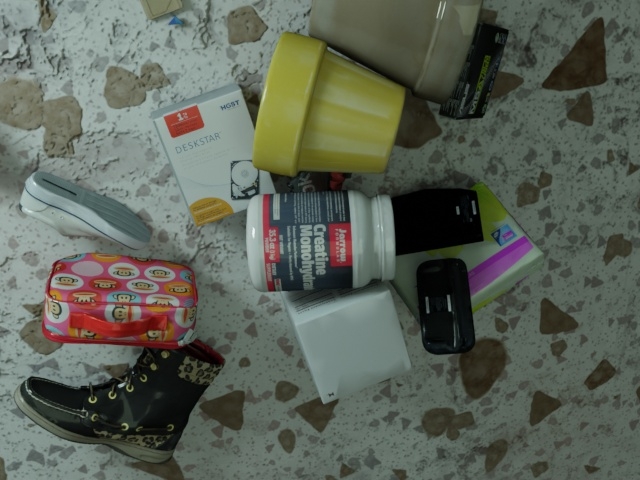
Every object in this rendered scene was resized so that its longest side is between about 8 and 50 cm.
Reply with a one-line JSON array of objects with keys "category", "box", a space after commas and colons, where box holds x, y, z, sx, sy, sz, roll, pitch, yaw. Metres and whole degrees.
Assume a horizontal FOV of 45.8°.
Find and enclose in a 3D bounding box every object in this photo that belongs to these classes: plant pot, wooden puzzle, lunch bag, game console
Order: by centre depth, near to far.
[{"category": "plant pot", "box": [0.020, -0.228, 1.382, 0.239, 0.254, 0.254, 13, 108, -1]}, {"category": "plant pot", "box": [0.133, -0.437, 1.390, 0.280, 0.323, 0.323, 13, 108, 0]}, {"category": "wooden puzzle", "box": [-0.300, -0.455, 1.410, 0.079, 0.014, 0.116, -14, 113, -4]}, {"category": "lunch bag", "box": [-0.385, 0.123, 1.475, 0.293, 0.258, 0.120, 5, 109, -15]}, {"category": "game console", "box": [0.234, 0.059, 1.561, 0.213, 0.361, 0.044, -10, 155, 17]}]

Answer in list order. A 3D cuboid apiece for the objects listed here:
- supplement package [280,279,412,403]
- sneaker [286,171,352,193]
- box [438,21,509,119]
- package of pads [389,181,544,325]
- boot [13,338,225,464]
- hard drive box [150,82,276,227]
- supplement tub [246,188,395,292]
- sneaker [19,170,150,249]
[{"category": "supplement package", "box": [0.040, 0.164, 1.593, 0.198, 0.262, 0.199, -20, 115, -6]}, {"category": "sneaker", "box": [-0.014, -0.096, 1.575, 0.135, 0.097, 0.276, 13, 118, 0]}, {"category": "box", "box": [0.310, -0.340, 1.525, 0.045, 0.184, 0.190, 21, 108, 23]}, {"category": "package of pads", "box": [0.291, 0.037, 1.632, 0.296, 0.229, 0.101, -34, 152, 0]}, {"category": "boot", "box": [-0.411, 0.301, 1.603, 0.377, 0.138, 0.284, 31, 102, -26]}, {"category": "hard drive box", "box": [-0.209, -0.169, 1.500, 0.181, 0.089, 0.232, -22, 114, -6]}, {"category": "supplement tub", "box": [0.000, 0.000, 1.458, 0.272, 0.191, 0.191, -3, 112, 0]}, {"category": "sneaker", "box": [-0.464, -0.043, 1.496, 0.258, 0.094, 0.091, 30, 119, -18]}]
